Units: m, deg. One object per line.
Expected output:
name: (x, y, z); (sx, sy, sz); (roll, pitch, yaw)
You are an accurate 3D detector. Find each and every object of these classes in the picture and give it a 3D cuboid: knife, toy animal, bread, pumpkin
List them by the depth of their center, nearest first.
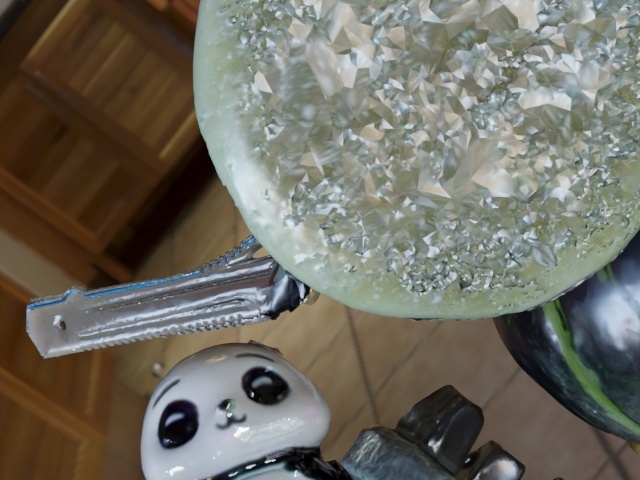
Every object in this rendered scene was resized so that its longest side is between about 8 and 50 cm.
bread: (0.063, -0.082, 0.638); (0.267, 0.267, 0.040); (-50, 6, 7)
pumpkin: (0.265, -0.014, 0.867); (0.323, 0.241, 0.323); (-41, 16, 14)
toy animal: (-0.067, 0.168, 0.935); (0.166, 0.179, 0.138); (-16, -5, -10)
knife: (-0.152, 0.056, 1.237); (0.365, 0.043, 0.089); (-14, 77, 30)

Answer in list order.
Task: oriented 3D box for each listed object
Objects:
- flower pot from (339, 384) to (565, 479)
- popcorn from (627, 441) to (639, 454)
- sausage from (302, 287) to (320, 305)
flower pot: (0.122, 0.319, 1.211); (0.283, 0.299, 0.299); (-51, 17, -10)
popcorn: (0.367, 0.060, 1.258); (0.274, 0.279, 0.335); (89, -173, -56)
sausage: (0.000, 0.000, 1.260); (0.024, 0.024, 0.132); (-8, 71, 66)
